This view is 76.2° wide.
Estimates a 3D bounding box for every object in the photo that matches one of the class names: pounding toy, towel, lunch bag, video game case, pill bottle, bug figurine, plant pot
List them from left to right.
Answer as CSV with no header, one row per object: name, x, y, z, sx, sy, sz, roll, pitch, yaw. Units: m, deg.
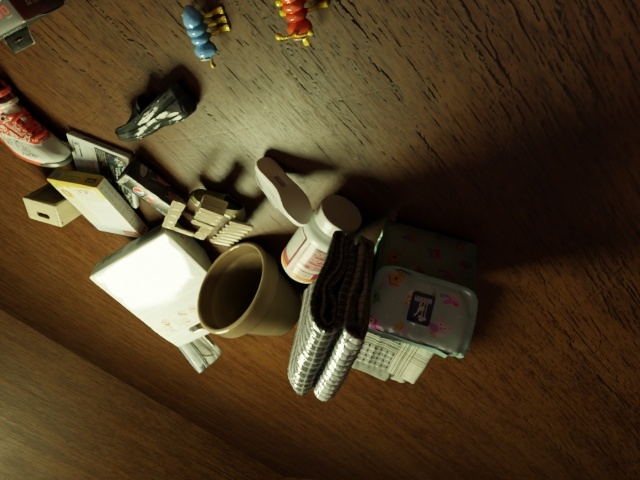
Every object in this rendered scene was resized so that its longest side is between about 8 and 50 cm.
pounding toy,-0.785,-0.106,1.214,0.141,0.130,0.100,15,126,9
video game case,-0.582,-0.187,1.104,0.173,0.022,0.190,22,138,1
bug figurine,-0.139,-0.395,0.644,0.279,0.072,0.216,0,134,25
plant pot,-0.178,0.166,1.160,0.263,0.263,0.229,-13,147,34
pill bottle,0.000,0.000,0.963,0.121,0.121,0.221,30,136,-8
towel,0.021,0.140,0.826,0.121,0.283,0.235,15,130,-1
towel,0.145,0.244,1.057,0.312,0.056,0.324,20,128,0
lunch bag,0.208,0.106,0.870,0.224,0.262,0.160,17,139,3

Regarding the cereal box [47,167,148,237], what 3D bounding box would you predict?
cereal box,-0.627,-0.100,1.166,0.173,0.047,0.240,10,149,16

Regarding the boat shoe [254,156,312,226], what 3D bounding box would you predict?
boat shoe,-0.087,-0.099,0.906,0.184,0.066,0.063,47,152,8

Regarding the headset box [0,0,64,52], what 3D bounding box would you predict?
headset box,-0.641,-0.494,0.733,0.218,0.110,0.293,-4,132,27

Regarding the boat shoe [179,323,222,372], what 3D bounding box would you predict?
boat shoe,-0.484,0.293,1.495,0.367,0.156,0.135,44,149,21

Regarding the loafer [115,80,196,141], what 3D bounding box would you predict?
loafer,-0.366,-0.275,0.877,0.223,0.076,0.078,-13,123,28

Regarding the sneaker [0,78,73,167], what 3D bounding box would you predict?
sneaker,-0.749,-0.295,1.003,0.270,0.090,0.145,31,140,1

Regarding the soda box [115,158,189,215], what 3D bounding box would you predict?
soda box,-0.430,-0.129,1.055,0.053,0.060,0.169,-21,131,38

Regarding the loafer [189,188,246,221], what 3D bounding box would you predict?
loafer,-0.254,-0.098,1.030,0.148,0.056,0.050,20,139,-12

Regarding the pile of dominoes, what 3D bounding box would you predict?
pile of dominoes,-0.291,-0.051,1.050,0.196,0.040,0.251,20,159,-22

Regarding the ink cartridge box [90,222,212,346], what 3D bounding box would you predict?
ink cartridge box,-0.457,0.148,1.284,0.308,0.091,0.385,-27,123,16
